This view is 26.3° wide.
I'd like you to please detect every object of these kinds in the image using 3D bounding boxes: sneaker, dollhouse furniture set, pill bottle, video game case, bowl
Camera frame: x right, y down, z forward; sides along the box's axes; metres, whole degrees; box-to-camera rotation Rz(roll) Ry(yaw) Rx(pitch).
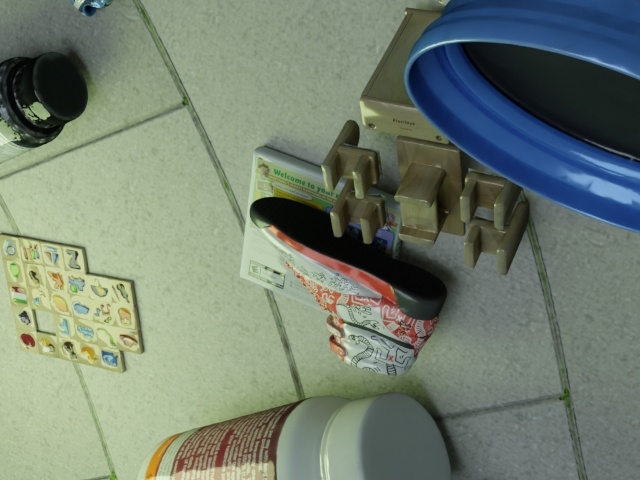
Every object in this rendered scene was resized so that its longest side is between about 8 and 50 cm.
[{"bbox_3d":[-0.266,-0.327,1.710,0.144,0.053,0.059,-20,102,46],"label":"sneaker"},{"bbox_3d":[0.014,0.063,1.683,0.270,0.090,0.145,28,123,14],"label":"sneaker"},{"bbox_3d":[0.129,-0.113,1.544,0.212,0.161,0.242,13,140,20],"label":"dollhouse furniture set"},{"bbox_3d":[-0.038,0.329,1.799,0.392,0.224,0.224,-20,103,37],"label":"pill bottle"},{"bbox_3d":[0.000,0.000,1.734,0.212,0.023,0.193,22,124,21],"label":"video game case"},{"bbox_3d":[-0.418,-0.174,1.836,0.219,0.123,0.122,-18,104,36],"label":"pill bottle"},{"bbox_3d":[0.268,-0.111,1.251,0.391,0.077,0.391,24,168,5],"label":"bowl"}]

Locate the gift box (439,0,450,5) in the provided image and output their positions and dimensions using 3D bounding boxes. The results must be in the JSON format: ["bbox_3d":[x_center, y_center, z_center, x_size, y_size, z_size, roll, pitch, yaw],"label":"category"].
[{"bbox_3d":[0.250,-0.326,1.259,0.258,0.276,0.255,23,119,22],"label":"gift box"}]

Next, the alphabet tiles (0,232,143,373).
[{"bbox_3d":[-0.365,0.095,2.016,0.237,0.009,0.198,9,118,27],"label":"alphabet tiles"}]
